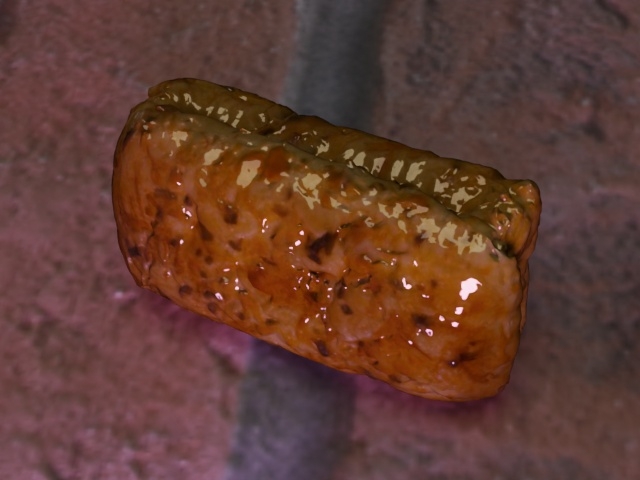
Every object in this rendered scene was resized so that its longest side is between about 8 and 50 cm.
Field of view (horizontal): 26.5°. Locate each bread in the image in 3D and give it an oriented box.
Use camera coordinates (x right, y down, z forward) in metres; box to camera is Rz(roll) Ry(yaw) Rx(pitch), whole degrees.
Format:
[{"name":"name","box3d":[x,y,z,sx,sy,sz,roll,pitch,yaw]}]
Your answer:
[{"name":"bread","box3d":[0.000,0.000,0.646,0.211,0.114,0.083,17,39,21]}]
